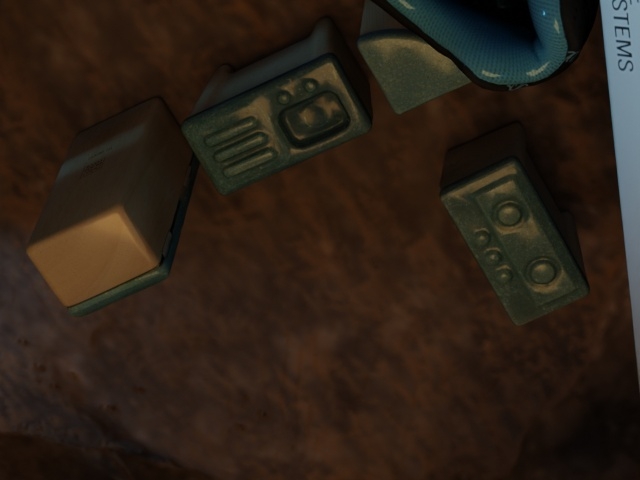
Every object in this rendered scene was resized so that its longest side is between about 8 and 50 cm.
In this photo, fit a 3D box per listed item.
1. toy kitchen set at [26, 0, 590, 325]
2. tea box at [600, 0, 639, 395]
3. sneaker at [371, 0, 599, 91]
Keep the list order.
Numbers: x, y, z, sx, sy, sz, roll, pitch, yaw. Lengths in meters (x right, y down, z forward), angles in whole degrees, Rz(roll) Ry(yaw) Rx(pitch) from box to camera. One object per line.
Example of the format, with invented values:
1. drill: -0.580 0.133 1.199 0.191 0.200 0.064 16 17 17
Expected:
1. toy kitchen set: 0.000 0.000 0.856 0.207 0.122 0.166 -24 114 17
2. tea box: 0.275 -0.078 0.588 0.220 0.323 0.329 -18 109 -30
3. sneaker: 0.004 -0.204 0.734 0.341 0.139 0.125 43 116 -16
